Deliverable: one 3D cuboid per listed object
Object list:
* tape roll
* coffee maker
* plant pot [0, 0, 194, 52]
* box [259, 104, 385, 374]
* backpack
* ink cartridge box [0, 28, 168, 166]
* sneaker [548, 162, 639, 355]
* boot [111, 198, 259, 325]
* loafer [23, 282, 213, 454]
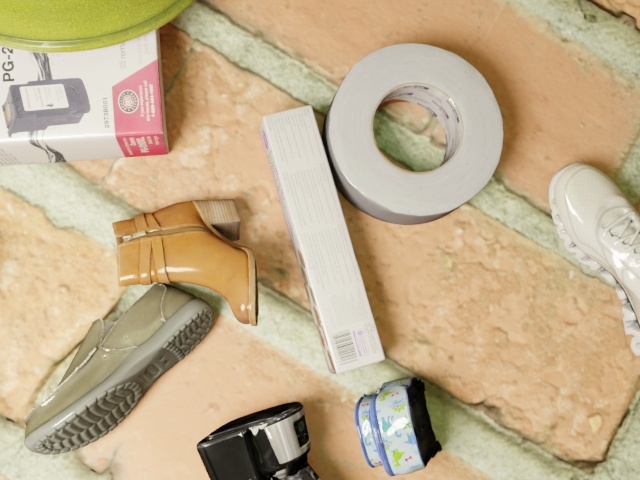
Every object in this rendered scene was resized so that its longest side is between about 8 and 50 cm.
[{"bbox_3d":[0.114,-0.132,0.984,0.219,0.072,0.219,1,81,-7],"label":"tape roll"},{"bbox_3d":[-0.070,0.290,0.877,0.171,0.120,0.178,-22,84,-9],"label":"coffee maker"},{"bbox_3d":[-0.290,-0.446,0.783,0.366,0.353,0.366,2,62,-4],"label":"plant pot"},{"bbox_3d":[0.000,0.000,0.955,0.067,0.063,0.324,-16,84,-10],"label":"box"},{"bbox_3d":[0.087,0.219,0.909,0.084,0.114,0.105,-16,85,11],"label":"backpack"},{"bbox_3d":[-0.308,-0.186,0.925,0.237,0.100,0.172,-5,82,-8],"label":"ink cartridge box"},{"bbox_3d":[0.396,0.023,0.975,0.110,0.118,0.292,-33,86,-8],"label":"sneaker"},{"bbox_3d":[-0.155,0.034,0.897,0.152,0.073,0.197,-10,44,-15],"label":"boot"},{"bbox_3d":[-0.239,0.142,0.903,0.251,0.094,0.087,-40,64,-20],"label":"loafer"}]
